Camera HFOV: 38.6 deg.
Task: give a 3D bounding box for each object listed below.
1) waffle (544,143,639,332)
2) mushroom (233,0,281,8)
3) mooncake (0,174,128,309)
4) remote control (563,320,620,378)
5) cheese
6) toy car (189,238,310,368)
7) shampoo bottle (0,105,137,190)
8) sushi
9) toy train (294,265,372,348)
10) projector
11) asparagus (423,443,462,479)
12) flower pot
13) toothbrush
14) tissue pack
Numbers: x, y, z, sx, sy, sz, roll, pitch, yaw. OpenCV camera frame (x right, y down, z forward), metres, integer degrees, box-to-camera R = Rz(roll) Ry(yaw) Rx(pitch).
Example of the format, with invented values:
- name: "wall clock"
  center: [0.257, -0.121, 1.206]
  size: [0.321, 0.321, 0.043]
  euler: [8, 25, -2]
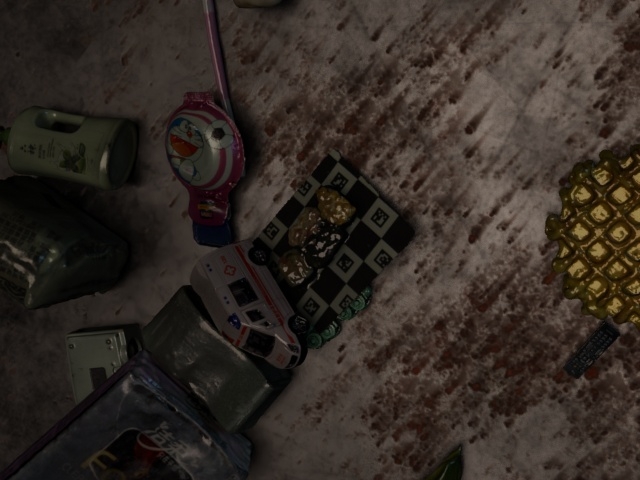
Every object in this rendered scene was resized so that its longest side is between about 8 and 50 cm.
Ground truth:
- name: "waffle"
  center: [0.434, -0.003, 1.232]
  size: [0.249, 0.056, 0.253]
  euler: [-10, 91, 18]
- name: "mushroom"
  center: [-0.091, -0.436, 1.270]
  size: [0.244, 0.243, 0.243]
  euler: [2, 97, 17]
- name: "mooncake"
  center: [-0.447, 0.004, 1.397]
  size: [0.254, 0.250, 0.136]
  euler: [33, 102, 10]
- name: "remote control"
  center: [0.381, 0.154, 1.285]
  size: [0.034, 0.016, 0.091]
  euler: [36, 106, -6]
- name: "cheese"
  center: [-0.177, -0.105, 1.395]
  size: [0.155, 0.062, 0.244]
  euler: [8, 111, 32]
- name: "toy car"
  center: [-0.104, 0.103, 1.349]
  size: [0.209, 0.108, 0.089]
  euler: [58, 144, 21]
- name: "shampoo bottle"
  center: [-0.418, -0.152, 1.453]
  size: [0.234, 0.087, 0.118]
  euler: [10, 79, 16]
- name: "sushi"
  center: [0.000, 0.000, 1.340]
  size: [0.215, 0.050, 0.192]
  euler: [-49, 67, 16]
- name: "toy train"
  center: [0.012, 0.107, 1.381]
  size: [0.148, 0.038, 0.071]
  euler: [-44, 80, 17]
- name: "projector"
  center: [-0.348, 0.216, 1.491]
  size: [0.115, 0.061, 0.147]
  euler: [-7, 95, 16]
- name: "asparagus"
  center: [0.161, 0.466, 1.354]
  size: [0.085, 0.082, 0.343]
  euler: [6, 97, 20]
- name: "flower pot"
  center: [-0.159, 0.179, 1.407]
  size: [0.229, 0.103, 0.108]
  euler: [45, 106, 9]
- name: "toothbrush"
  center: [-0.152, -0.237, 1.401]
  size: [0.025, 0.020, 0.286]
  euler: [-8, 94, 24]
- name: "tissue pack"
  center: [-0.317, 0.367, 1.433]
  size: [0.361, 0.122, 0.259]
  euler: [-39, 108, 15]
